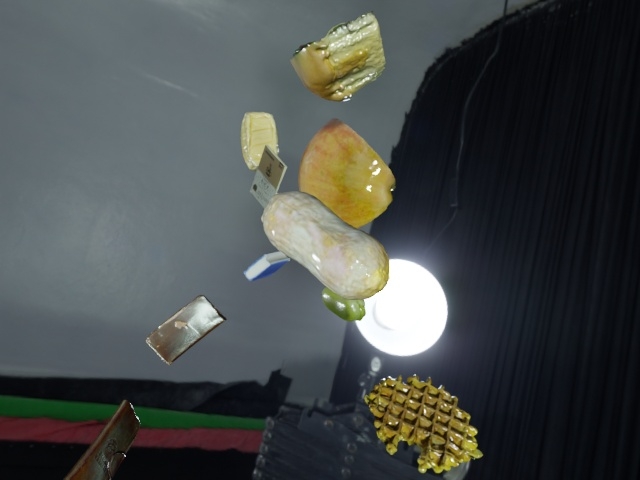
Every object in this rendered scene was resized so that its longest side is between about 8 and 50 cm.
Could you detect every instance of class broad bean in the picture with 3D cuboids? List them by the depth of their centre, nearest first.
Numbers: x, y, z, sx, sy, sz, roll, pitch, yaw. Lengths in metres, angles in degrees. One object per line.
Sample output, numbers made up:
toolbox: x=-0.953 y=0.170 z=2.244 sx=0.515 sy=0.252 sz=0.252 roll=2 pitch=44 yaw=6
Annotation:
broad bean: x=0.084 y=0.218 z=1.515 sx=0.082 sy=0.124 sz=0.174 roll=-33 pitch=-149 yaw=-31

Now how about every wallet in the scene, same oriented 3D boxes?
wallet: x=-0.328 y=0.215 z=1.066 sx=0.095 sy=0.176 sz=0.026 roll=52 pitch=176 yaw=-15
wallet: x=-0.577 y=0.576 z=1.182 sx=0.031 sy=0.137 sz=0.255 roll=-2 pitch=-148 yaw=19

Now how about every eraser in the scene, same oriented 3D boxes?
eraser: x=-0.109 y=0.052 z=0.892 sx=0.027 sy=0.063 sz=0.084 roll=55 pitch=-159 yaw=9

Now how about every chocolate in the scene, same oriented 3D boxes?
chocolate: x=0.000 y=0.000 z=0.830 sx=0.309 sy=0.134 sz=0.134 roll=37 pitch=-170 yaw=32

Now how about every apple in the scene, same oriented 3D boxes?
apple: x=0.069 y=-0.170 z=1.215 sx=0.252 sy=0.314 sz=0.309 roll=7 pitch=-164 yaw=-10

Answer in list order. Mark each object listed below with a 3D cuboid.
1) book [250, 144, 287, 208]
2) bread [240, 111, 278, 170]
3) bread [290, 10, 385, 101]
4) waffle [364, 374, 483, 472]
book: x=-0.186 y=-0.215 z=1.536 sx=0.016 sy=0.199 sz=0.138 roll=-8 pitch=-134 yaw=-40
bread: x=-0.237 y=-0.380 z=1.703 sx=0.139 sy=0.236 sz=0.106 roll=-3 pitch=172 yaw=-18
bread: x=0.043 y=-0.358 z=0.889 sx=0.133 sy=0.174 sz=0.252 roll=59 pitch=-176 yaw=-20
waffle: x=0.216 y=0.386 z=0.943 sx=0.228 sy=0.051 sz=0.232 roll=-1 pitch=-148 yaw=-21
